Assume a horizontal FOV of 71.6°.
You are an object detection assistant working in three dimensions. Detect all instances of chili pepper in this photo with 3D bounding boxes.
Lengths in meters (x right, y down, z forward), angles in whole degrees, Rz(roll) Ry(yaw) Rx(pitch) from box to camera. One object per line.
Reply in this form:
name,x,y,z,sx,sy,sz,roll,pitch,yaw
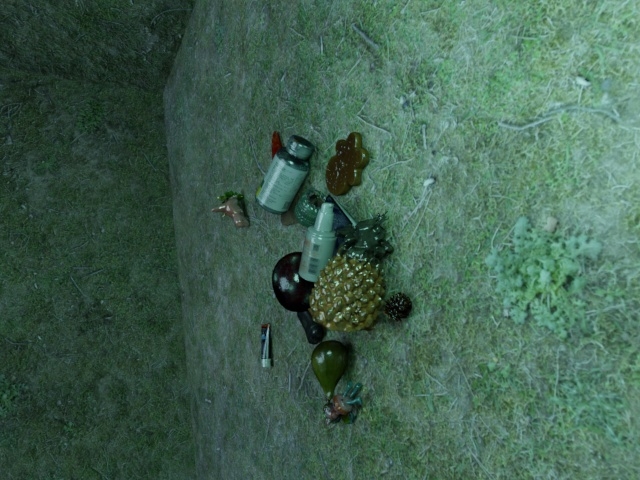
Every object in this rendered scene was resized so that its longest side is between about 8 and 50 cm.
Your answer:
chili pepper,-0.176,-0.349,1.850,0.071,0.063,0.272,125,145,-47

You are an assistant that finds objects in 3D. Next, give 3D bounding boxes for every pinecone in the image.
pinecone,0.212,0.181,1.222,0.077,0.077,0.083,37,111,52

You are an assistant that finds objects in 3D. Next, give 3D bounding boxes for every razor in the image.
razor,-0.038,0.307,1.650,0.148,0.054,0.090,60,138,40

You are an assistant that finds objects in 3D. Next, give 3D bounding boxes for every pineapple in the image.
pineapple,0.100,0.076,1.279,0.223,0.223,0.357,21,98,57

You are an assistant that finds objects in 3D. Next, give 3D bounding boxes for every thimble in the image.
thimble,-0.025,-0.112,1.552,0.090,0.118,0.135,-57,7,37

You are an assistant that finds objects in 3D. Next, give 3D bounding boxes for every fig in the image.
fig,0.018,0.419,1.456,0.133,0.126,0.185,-27,31,54

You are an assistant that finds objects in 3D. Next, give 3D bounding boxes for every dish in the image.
dish,0.059,-0.006,1.460,0.182,0.080,0.243,55,137,43

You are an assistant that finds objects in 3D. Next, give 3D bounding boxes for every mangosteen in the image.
mangosteen,-0.065,0.141,1.570,0.216,0.216,0.216,2,93,59

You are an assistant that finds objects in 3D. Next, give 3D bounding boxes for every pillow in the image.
pillow,-0.108,-0.128,1.776,0.211,0.034,0.135,0,85,57

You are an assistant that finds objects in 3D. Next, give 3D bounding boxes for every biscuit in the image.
biscuit,0.082,-0.244,1.455,0.236,0.039,0.180,-47,55,50

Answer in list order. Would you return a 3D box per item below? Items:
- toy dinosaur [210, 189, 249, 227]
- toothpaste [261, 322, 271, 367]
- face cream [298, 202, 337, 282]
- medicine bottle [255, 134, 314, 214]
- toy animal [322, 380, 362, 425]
toy dinosaur,-0.454,-0.139,2.234,0.152,0.194,0.177,-49,29,37
toothpaste,-0.245,0.474,2.011,0.071,0.045,0.193,-23,65,48
face cream,0.000,0.000,1.385,0.101,0.101,0.251,39,123,52
medicine bottle,-0.130,-0.250,1.684,0.293,0.141,0.141,-58,43,26
toy animal,0.079,0.546,1.453,0.103,0.100,0.208,35,127,6
